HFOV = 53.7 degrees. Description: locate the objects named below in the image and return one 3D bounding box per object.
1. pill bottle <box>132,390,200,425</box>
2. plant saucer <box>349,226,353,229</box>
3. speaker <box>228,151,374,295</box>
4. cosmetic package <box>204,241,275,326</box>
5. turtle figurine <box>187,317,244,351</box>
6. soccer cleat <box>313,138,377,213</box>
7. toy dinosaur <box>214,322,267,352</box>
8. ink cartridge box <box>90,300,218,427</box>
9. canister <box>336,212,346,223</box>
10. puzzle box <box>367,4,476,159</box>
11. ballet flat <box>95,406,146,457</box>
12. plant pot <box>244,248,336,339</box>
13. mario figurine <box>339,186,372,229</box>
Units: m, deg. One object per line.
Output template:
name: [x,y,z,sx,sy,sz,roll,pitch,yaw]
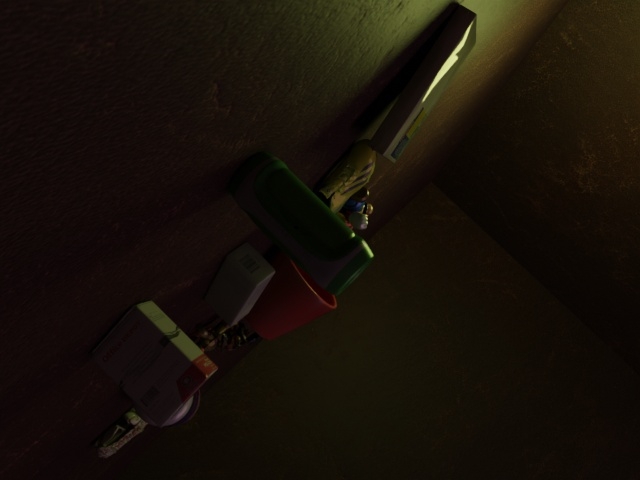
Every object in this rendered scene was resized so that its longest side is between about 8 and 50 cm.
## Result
pill bottle: [-0.477,0.484,1.963,0.181,0.181,0.323,-43,172,-16]
plant saucer: [0.000,0.000,2.326,0.332,0.084,0.332,-45,171,-9]
speaker: [-0.038,-0.033,1.225,0.131,0.296,0.131,-44,172,-8]
cosmetic package: [-0.222,0.122,1.707,0.085,0.117,0.231,-37,169,-41]
turtle figurine: [-0.350,0.308,2.066,0.217,0.087,0.269,-41,170,-29]
soccer cleat: [0.057,-0.164,1.798,0.121,0.093,0.289,-13,147,-53]
toy dinosaur: [-0.315,0.334,2.332,0.218,0.164,0.322,-32,-169,4]
ink cartridge box: [-0.355,0.260,1.357,0.158,0.218,0.092,-47,177,8]
canister: [0.002,-0.036,2.020,0.073,0.126,0.170,-63,180,-34]
puzzle box: [0.274,-0.394,1.674,0.409,0.052,0.272,-56,171,9]
ballet flat: [-0.663,0.636,2.147,0.241,0.091,0.077,-46,150,-25]
plant pot: [-0.123,0.177,2.059,0.243,0.275,0.275,-36,173,10]
mario figurine: [0.129,-0.133,2.034,0.198,0.170,0.320,-45,170,-15]
